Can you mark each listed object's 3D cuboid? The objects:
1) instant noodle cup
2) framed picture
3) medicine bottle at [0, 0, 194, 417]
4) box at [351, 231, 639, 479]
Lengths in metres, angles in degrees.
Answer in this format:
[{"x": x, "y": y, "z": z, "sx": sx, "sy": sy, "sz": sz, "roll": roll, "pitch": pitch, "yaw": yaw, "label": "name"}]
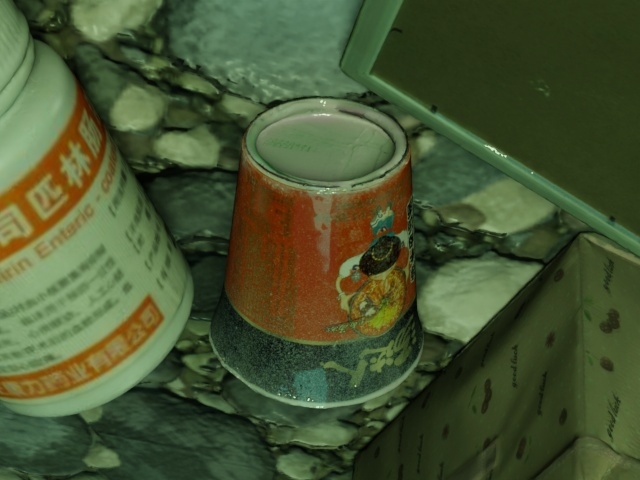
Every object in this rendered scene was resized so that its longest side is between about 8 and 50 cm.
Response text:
[{"x": 0.001, "y": 0.001, "z": 0.661, "sx": 0.127, "sy": 0.127, "sz": 0.136, "roll": 6, "pitch": 127, "yaw": 4, "label": "instant noodle cup"}, {"x": 0.130, "y": -0.074, "z": 0.498, "sx": 0.232, "sy": 0.019, "sz": 0.296, "roll": 32, "pitch": 163, "yaw": 0, "label": "framed picture"}, {"x": -0.177, "y": -0.031, "z": 0.637, "sx": 0.144, "sy": 0.144, "sz": 0.252, "roll": -11, "pitch": 131, "yaw": 21, "label": "medicine bottle"}, {"x": 0.170, "y": 0.179, "z": 0.759, "sx": 0.225, "sy": 0.190, "sz": 0.297, "roll": 24, "pitch": 136, "yaw": -15, "label": "box"}]
